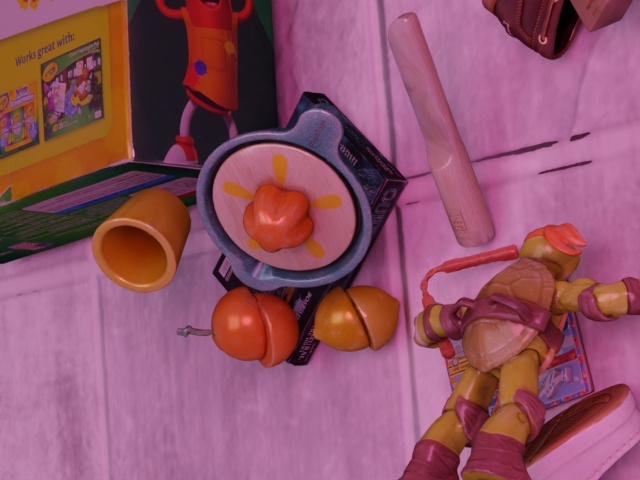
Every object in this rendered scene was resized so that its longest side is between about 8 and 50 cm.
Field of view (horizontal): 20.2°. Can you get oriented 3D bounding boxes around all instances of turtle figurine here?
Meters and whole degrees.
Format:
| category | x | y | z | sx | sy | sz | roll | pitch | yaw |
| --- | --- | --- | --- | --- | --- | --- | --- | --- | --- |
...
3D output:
| category | x | y | z | sx | sy | sz | roll | pitch | yaw |
| --- | --- | --- | --- | --- | --- | --- | --- | --- | --- |
| turtle figurine | 0.137 | 0.069 | 1.175 | 0.269 | 0.087 | 0.217 | -5 | 53 | 43 |

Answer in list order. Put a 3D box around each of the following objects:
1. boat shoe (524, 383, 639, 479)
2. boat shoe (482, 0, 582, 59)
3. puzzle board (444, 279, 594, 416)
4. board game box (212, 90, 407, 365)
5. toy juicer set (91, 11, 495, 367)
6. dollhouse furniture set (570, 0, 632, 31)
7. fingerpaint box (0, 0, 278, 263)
| category | x | y | z | sx | sy | sz | roll | pitch | yaw |
| --- | --- | --- | --- | --- | --- | --- | --- | --- | --- |
| boat shoe | 0.137 | 0.210 | 1.244 | 0.096 | 0.098 | 0.277 | 46 | 116 | 5 |
| boat shoe | 0.186 | -0.219 | 1.219 | 0.073 | 0.073 | 0.207 | 48 | 130 | 30 |
| puzzle board | 0.136 | 0.081 | 1.299 | 0.128 | 0.011 | 0.096 | -27 | 69 | 43 |
| board game box | -0.012 | -0.009 | 1.454 | 0.126 | 0.026 | 0.186 | 49 | 122 | 37 |
| toy juicer set | 0.000 | 0.000 | 1.325 | 0.329 | 0.089 | 0.209 | -30 | 109 | 34 |
| dollhouse furniture set | 0.217 | -0.219 | 1.119 | 0.144 | 0.123 | 0.151 | 63 | 166 | 15 |
| fingerpaint box | -0.235 | -0.197 | 1.599 | 0.445 | 0.163 | 0.371 | -16 | 74 | 48 |
